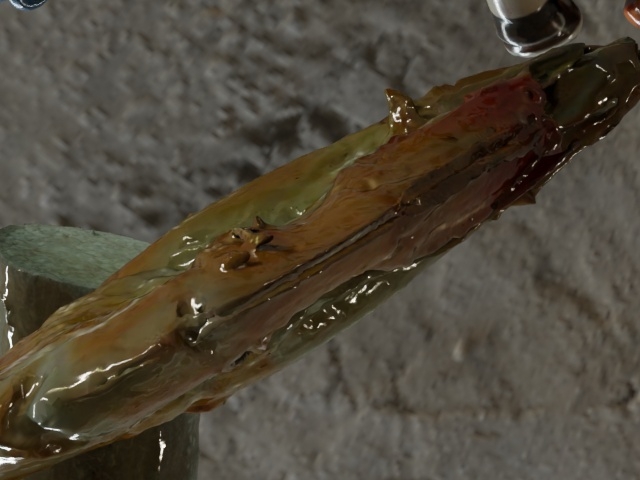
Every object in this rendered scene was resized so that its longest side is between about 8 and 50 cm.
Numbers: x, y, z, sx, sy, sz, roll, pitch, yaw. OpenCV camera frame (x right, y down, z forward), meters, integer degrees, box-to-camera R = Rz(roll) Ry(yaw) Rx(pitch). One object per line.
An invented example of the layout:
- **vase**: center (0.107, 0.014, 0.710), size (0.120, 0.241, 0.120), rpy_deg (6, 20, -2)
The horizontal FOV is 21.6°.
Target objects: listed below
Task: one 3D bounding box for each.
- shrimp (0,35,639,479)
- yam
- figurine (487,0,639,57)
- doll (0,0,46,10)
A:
- **shrimp**: center (0.001, 0.001, 0.541), size (0.062, 0.294, 0.154), rpy_deg (57, 159, -3)
- **yam**: center (-0.099, 0.126, 0.717), size (0.093, 0.093, 0.259), rpy_deg (9, 104, 17)
- **figurine**: center (0.254, -0.347, 1.532), size (0.323, 0.196, 0.320), rpy_deg (-32, 82, -3)
- **doll**: center (-0.341, -0.316, 1.486), size (0.099, 0.346, 0.341), rpy_deg (32, 162, 45)
